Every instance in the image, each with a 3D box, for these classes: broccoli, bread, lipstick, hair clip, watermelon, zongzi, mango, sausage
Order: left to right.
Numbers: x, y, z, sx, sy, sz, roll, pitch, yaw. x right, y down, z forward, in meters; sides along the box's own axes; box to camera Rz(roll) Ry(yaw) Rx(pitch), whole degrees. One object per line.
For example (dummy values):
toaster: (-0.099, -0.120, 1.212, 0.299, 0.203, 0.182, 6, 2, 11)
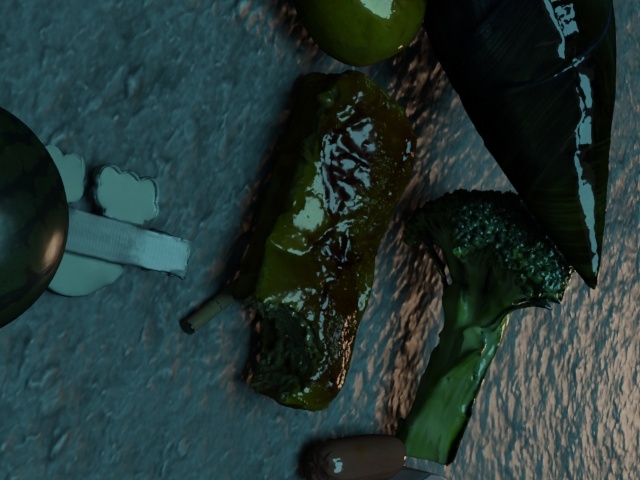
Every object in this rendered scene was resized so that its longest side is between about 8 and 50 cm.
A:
watermelon: (-0.315, -0.016, 1.144, 0.212, 0.212, 0.212, -11, 104, -48)
hair clip: (-0.222, -0.010, 1.374, 0.220, 0.054, 0.140, 17, 87, -47)
lipstick: (-0.115, 0.071, 1.532, 0.094, 0.019, 0.019, -39, 124, -39)
bread: (0.000, 0.000, 1.578, 0.185, 0.109, 0.380, 35, 68, -53)
mango: (0.034, -0.324, 1.560, 0.167, 0.130, 0.262, -20, 104, -42)
sausage: (0.043, 0.270, 1.716, 0.154, 0.062, 0.062, 2, 95, -49)
broccoli: (0.193, 0.103, 1.785, 0.221, 0.252, 0.361, 16, 122, -22)
zongzi: (0.295, -0.193, 1.741, 0.432, 0.207, 0.403, 68, 24, -10)

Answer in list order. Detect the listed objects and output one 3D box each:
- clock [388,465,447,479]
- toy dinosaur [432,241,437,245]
clock: (0.101, 0.391, 1.800, 0.197, 0.068, 0.197, -10, 103, -49)
toy dinosaur: (0.218, 0.019, 1.903, 0.162, 0.039, 0.126, -28, 124, -26)
